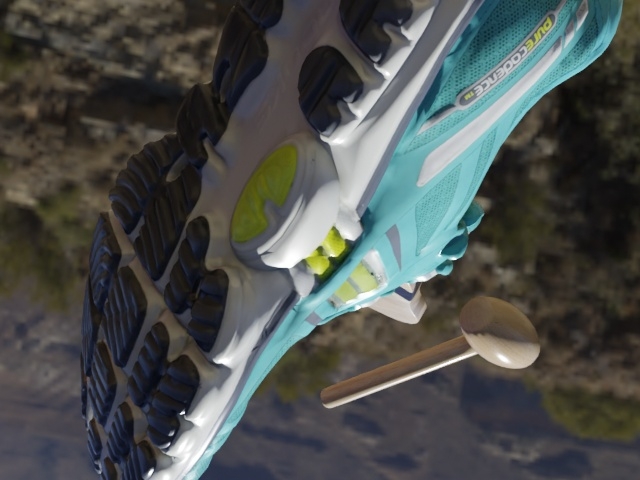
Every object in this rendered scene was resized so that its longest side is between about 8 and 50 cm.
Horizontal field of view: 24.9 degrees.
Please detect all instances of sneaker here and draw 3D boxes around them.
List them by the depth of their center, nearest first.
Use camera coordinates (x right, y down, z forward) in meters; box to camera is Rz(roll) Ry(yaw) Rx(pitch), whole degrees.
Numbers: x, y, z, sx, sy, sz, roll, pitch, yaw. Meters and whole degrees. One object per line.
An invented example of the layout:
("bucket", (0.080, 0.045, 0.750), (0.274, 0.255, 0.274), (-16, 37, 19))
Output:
("sneaker", (0.000, 0.000, 0.495), (0.110, 0.107, 0.275), (13, 128, -35))

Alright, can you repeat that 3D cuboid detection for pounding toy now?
("pounding toy", (0.001, 0.007, 0.919), (0.270, 0.154, 0.154), (21, 163, 36))
